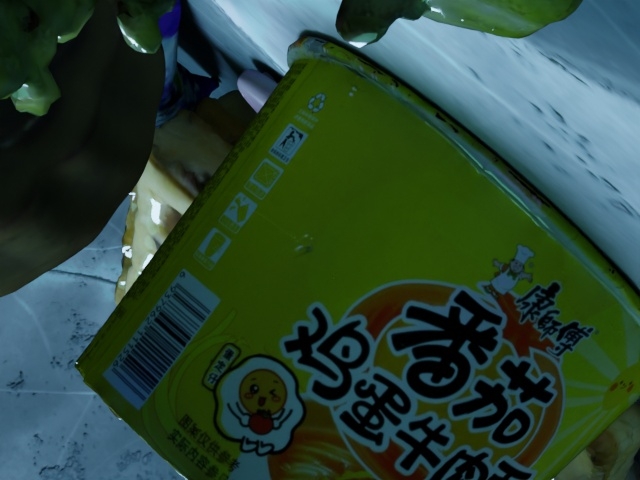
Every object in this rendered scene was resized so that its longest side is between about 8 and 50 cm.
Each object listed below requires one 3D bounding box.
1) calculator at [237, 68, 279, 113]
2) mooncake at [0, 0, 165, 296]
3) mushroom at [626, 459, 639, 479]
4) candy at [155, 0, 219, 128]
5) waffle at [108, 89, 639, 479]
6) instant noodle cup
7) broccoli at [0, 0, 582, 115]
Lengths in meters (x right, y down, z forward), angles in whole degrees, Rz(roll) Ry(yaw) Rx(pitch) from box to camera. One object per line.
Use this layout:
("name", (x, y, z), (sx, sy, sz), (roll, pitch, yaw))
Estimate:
("calculator", (0.013, -0.045, 1.097), (0.166, 0.024, 0.103), (41, 175, 18))
("mooncake", (-0.230, -0.108, 0.940), (0.290, 0.290, 0.161), (41, 175, 8))
("mushroom", (0.146, 0.202, 1.338), (0.246, 0.202, 0.246), (32, 132, 44))
("candy", (-0.142, -0.099, 1.197), (0.070, 0.145, 0.275), (61, 178, 7))
("waffle", (0.016, 0.108, 1.194), (0.376, 0.114, 0.261), (40, 134, 26))
("instant noodle cup", (0.020, 0.057, 0.909), (0.264, 0.200, 0.264), (40, 174, 5))
("broccoli", (-0.084, -0.093, 0.449), (0.273, 0.180, 0.242), (42, 175, -7))
